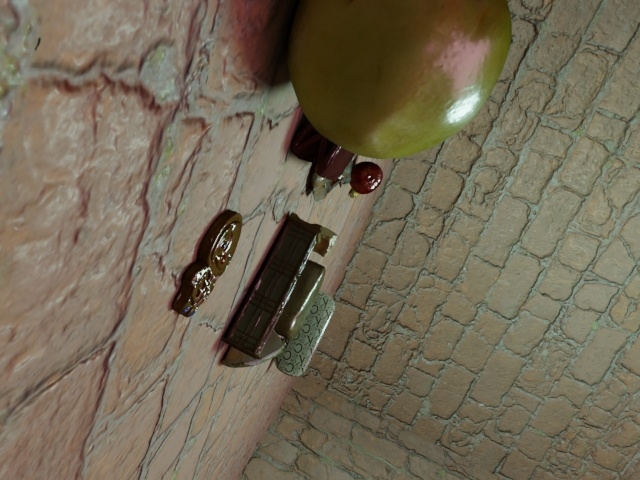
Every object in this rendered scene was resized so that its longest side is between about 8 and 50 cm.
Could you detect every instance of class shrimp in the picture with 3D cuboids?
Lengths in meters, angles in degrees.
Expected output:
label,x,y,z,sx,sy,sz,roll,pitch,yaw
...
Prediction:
label,x,y,z,sx,sy,sz,roll,pitch,yaw
shrimp,0.029,-0.166,1.354,0.164,0.062,0.317,-60,168,-3

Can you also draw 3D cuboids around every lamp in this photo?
label,x,y,z,sx,sy,sz,roll,pitch,yaw
lamp,-0.102,0.102,1.195,0.326,0.089,0.090,-62,172,-14

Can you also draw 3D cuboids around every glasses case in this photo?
label,x,y,z,sx,sy,sz,roll,pitch,yaw
glasses case,-0.062,0.368,2.118,0.355,0.137,0.085,-62,179,-15

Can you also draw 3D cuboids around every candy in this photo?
label,x,y,z,sx,sy,sz,roll,pitch,yaw
candy,-0.072,0.161,1.515,0.234,0.104,0.102,-61,170,-23

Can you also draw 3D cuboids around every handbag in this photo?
label,x,y,z,sx,sy,sz,roll,pitch,yaw
handbag,0.073,-0.248,1.059,0.276,0.084,0.260,-51,174,10

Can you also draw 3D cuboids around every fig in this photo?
label,x,y,z,sx,sy,sz,roll,pitch,yaw
fig,0.143,-0.203,1.833,0.119,0.119,0.153,-60,-174,-34

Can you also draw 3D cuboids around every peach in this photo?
label,x,y,z,sx,sy,sz,roll,pitch,yaw
peach,0.104,-0.263,0.726,0.316,0.281,0.314,-61,-178,43

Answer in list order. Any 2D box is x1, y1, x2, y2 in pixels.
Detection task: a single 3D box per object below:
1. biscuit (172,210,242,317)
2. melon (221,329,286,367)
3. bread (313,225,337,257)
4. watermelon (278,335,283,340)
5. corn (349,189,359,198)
label,x,y,z,sx,sy,sz,roll,pitch,yaw
biscuit,-0.163,0.036,0.803,0.175,0.026,0.124,-63,171,-16
melon,-0.180,0.260,1.266,0.139,0.093,0.202,-21,173,-41
bread,0.000,0.001,1.585,0.070,0.083,0.076,-64,173,17
watermelon,-0.142,0.285,1.571,0.163,0.068,0.087,-66,172,25
corn,0.136,-0.188,2.077,0.037,0.037,0.092,-68,169,25
